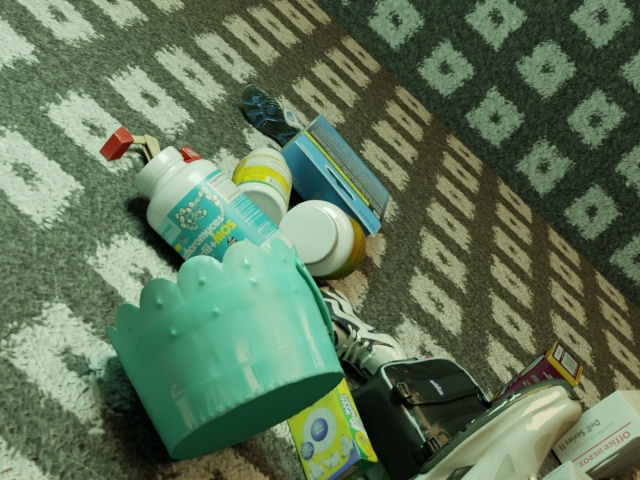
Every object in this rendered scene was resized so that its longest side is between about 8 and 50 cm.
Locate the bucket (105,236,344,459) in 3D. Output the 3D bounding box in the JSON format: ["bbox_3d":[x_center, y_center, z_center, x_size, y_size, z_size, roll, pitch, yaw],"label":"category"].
[{"bbox_3d":[-0.113,0.144,1.145,0.281,0.281,0.183,3,56,-57],"label":"bucket"}]

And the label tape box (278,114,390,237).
[{"bbox_3d":[0.020,-0.118,1.901,0.249,0.115,0.347,49,18,-7],"label":"label tape box"}]

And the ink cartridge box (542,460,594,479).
[{"bbox_3d":[0.510,0.543,1.729,0.139,0.082,0.190,39,23,-13],"label":"ink cartridge box"}]

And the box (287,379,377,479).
[{"bbox_3d":[0.008,0.275,1.323,0.043,0.105,0.179,25,30,-40],"label":"box"}]

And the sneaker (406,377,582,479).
[{"bbox_3d":[0.213,0.388,1.135,0.257,0.447,0.169,49,-17,21],"label":"sneaker"}]

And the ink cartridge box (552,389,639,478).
[{"bbox_3d":[0.644,0.428,1.972,0.353,0.207,0.119,12,41,-52],"label":"ink cartridge box"}]

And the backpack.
[{"bbox_3d":[0.173,0.303,1.430,0.253,0.191,0.225,-6,55,-48],"label":"backpack"}]

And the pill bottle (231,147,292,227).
[{"bbox_3d":[-0.115,-0.096,1.706,0.117,0.117,0.208,37,25,-17],"label":"pill bottle"}]

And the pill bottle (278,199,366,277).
[{"bbox_3d":[0.000,0.000,1.631,0.136,0.136,0.246,50,5,11],"label":"pill bottle"}]

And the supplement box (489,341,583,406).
[{"bbox_3d":[0.444,0.308,1.866,0.081,0.188,0.104,47,24,7],"label":"supplement box"}]

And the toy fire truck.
[{"bbox_3d":[-0.289,-0.147,1.594,0.135,0.047,0.192,45,23,3],"label":"toy fire truck"}]

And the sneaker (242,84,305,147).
[{"bbox_3d":[-0.104,-0.280,2.088,0.211,0.080,0.081,46,15,-22],"label":"sneaker"}]

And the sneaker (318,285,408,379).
[{"bbox_3d":[0.042,0.180,1.545,0.235,0.094,0.153,51,26,13],"label":"sneaker"}]

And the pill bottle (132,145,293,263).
[{"bbox_3d":[-0.179,-0.029,1.459,0.264,0.146,0.146,44,24,0],"label":"pill bottle"}]
